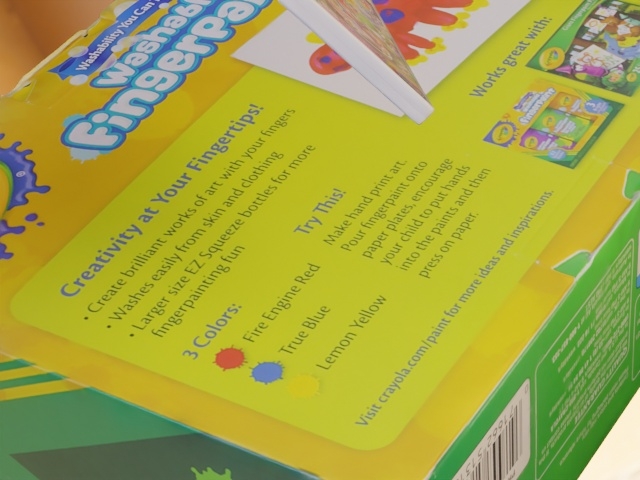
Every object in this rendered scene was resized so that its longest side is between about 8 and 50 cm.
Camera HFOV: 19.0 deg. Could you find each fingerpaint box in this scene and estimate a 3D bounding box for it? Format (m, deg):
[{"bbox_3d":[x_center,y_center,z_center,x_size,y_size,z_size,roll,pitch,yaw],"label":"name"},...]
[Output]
[{"bbox_3d":[0.000,0.000,1.085,0.371,0.163,0.445,18,45,26],"label":"fingerpaint box"}]

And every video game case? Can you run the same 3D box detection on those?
[{"bbox_3d":[0.003,-0.104,0.812,0.011,0.087,0.122,-44,31,13],"label":"video game case"}]
